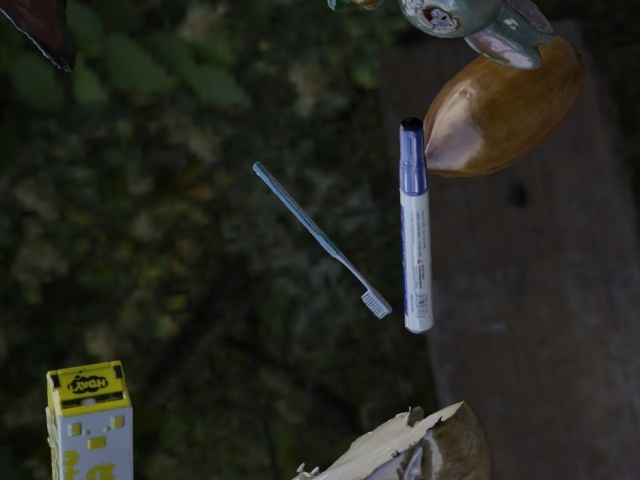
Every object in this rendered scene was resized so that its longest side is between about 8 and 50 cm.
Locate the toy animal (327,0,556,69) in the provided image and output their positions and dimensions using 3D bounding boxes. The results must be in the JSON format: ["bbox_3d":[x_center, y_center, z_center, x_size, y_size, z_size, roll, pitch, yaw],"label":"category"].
[{"bbox_3d":[0.080,-0.217,1.513,0.138,0.236,0.108,-62,-2,7],"label":"toy animal"}]

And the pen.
[{"bbox_3d":[0.074,-0.010,1.558,0.025,0.025,0.204,-113,14,-50],"label":"pen"}]

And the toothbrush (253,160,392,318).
[{"bbox_3d":[0.000,0.000,1.631,0.167,0.014,0.011,48,-158,-4],"label":"toothbrush"}]

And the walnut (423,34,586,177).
[{"bbox_3d":[0.172,-0.126,1.917,0.116,0.207,0.116,44,160,21],"label":"walnut"}]

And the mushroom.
[{"bbox_3d":[0.084,0.294,2.245,0.151,0.285,0.156,55,-149,-9],"label":"mushroom"}]

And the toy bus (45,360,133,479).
[{"bbox_3d":[-0.208,0.209,1.825,0.074,0.081,0.226,-115,23,-45],"label":"toy bus"}]

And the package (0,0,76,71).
[{"bbox_3d":[-0.190,-0.198,0.854,0.269,0.071,0.194,44,-158,-18],"label":"package"}]
